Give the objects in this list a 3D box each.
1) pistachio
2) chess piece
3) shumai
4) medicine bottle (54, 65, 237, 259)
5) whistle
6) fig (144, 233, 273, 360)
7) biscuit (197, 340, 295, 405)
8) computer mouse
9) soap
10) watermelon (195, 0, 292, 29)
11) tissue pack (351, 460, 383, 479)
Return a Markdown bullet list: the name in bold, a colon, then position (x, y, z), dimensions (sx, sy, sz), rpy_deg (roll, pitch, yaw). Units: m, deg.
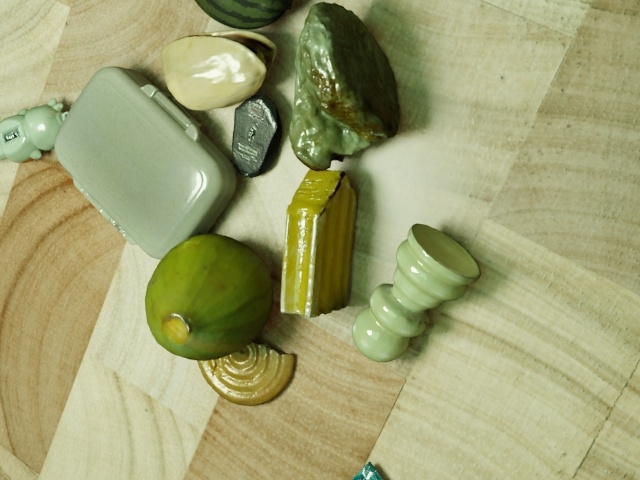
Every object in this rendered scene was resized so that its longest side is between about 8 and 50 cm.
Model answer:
- **pistachio**: position (-0.188, -0.326, 1.615), dimensions (0.229, 0.157, 0.157), rpy_deg (-5, 93, 29)
- **chess piece**: position (0.150, 0.111, 1.520), dimensions (0.144, 0.144, 0.251), rpy_deg (41, 115, 16)
- **shumai**: position (0.003, -0.265, 1.510), dimensions (0.204, 0.222, 0.272), rpy_deg (-17, 97, 29)
- **medicine bottle**: position (-0.351, -0.155, 1.725), dimensions (0.375, 0.123, 0.282), rpy_deg (45, 112, 16)
- **whistle**: position (-0.633, -0.223, 1.861), dimensions (0.253, 0.106, 0.101), rpy_deg (-21, 55, 18)
- **fig**: position (-0.213, 0.113, 1.606), dimensions (0.239, 0.271, 0.239), rpy_deg (2, 105, 8)
- **biscuit**: position (-0.163, 0.258, 1.727), dimensions (0.224, 0.033, 0.144), rpy_deg (16, 101, 23)
- **computer mouse**: position (-0.121, -0.200, 1.655), dimensions (0.099, 0.057, 0.172), rpy_deg (25, 116, 19)
- **soap**: position (0.000, 0.000, 1.559), dimensions (0.080, 0.160, 0.257), rpy_deg (7, 96, 25)
- **watermelon**: position (-0.137, -0.484, 1.553), dimensions (0.212, 0.212, 0.212), rpy_deg (2, 96, 24)
- **tissue pack**: position (0.080, 0.488, 1.641), dimensions (0.085, 0.028, 0.138), rpy_deg (50, 117, 16)
